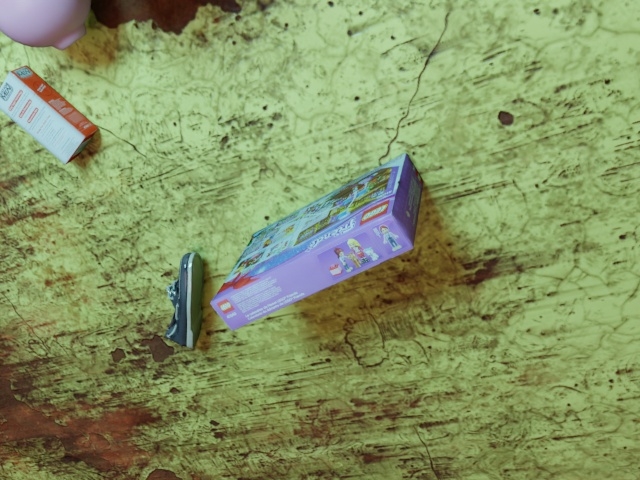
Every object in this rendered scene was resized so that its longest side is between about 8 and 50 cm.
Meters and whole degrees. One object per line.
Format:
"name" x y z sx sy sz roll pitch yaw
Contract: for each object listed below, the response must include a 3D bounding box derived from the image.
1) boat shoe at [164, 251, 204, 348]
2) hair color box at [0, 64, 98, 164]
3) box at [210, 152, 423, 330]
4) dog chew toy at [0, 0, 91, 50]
"boat shoe" -0.243 0.105 1.040 0.065 0.075 0.206 12 126 3
"hair color box" -0.427 -0.194 0.931 0.141 0.043 0.072 43 120 -13
"box" 0.000 0.000 0.846 0.293 0.201 0.057 -26 110 26
"dog chew toy" -0.419 -0.388 0.736 0.206 0.207 0.332 -22 119 24
